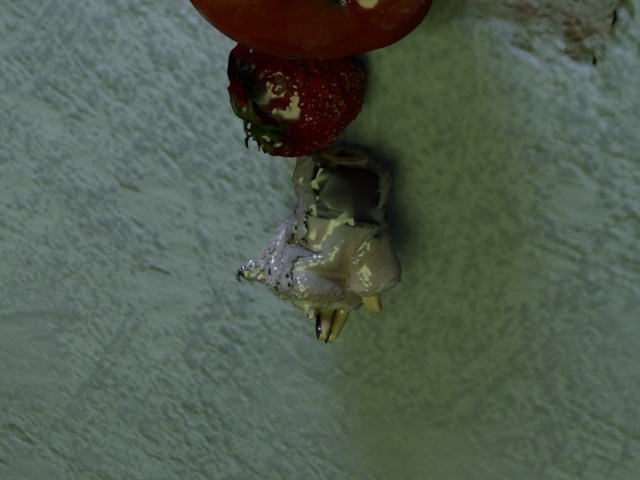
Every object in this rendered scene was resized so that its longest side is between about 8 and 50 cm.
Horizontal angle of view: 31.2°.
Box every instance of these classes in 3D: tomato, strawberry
[{"bbox_3d":[-0.013,-0.199,0.740,0.187,0.151,0.187,-10,121,-17],"label":"tomato"},{"bbox_3d":[-0.017,-0.114,0.843,0.106,0.106,0.106,13,124,20],"label":"strawberry"}]

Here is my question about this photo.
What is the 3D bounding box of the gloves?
[{"bbox_3d":[0.009,-0.002,0.893,0.110,0.094,0.144,24,107,-16],"label":"gloves"}]
